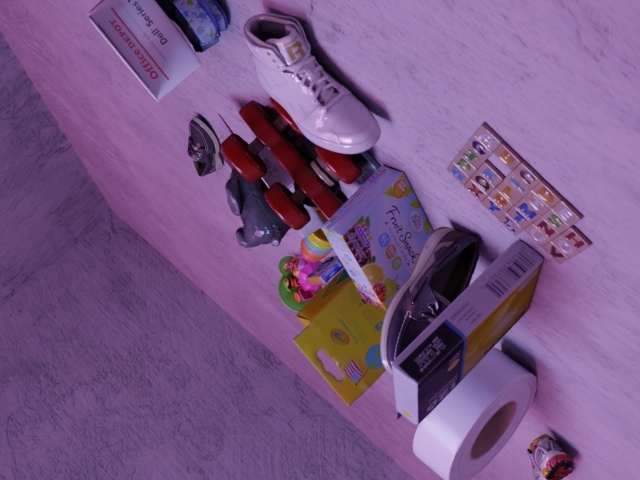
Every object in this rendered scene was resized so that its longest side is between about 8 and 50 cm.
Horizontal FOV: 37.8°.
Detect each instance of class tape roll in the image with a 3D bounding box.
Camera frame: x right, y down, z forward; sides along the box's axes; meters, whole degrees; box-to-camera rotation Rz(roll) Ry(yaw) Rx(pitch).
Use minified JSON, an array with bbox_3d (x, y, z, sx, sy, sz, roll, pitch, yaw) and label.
[{"bbox_3d":[0.320,0.361,1.918,0.100,0.286,0.286,36,161,31],"label":"tape roll"}]

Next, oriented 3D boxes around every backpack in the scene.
[{"bbox_3d":[-0.228,-0.420,1.755,0.105,0.084,0.114,52,176,-1],"label":"backpack"}]

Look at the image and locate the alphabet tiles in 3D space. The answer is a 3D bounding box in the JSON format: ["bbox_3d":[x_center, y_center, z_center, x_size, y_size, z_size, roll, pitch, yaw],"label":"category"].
[{"bbox_3d":[0.304,-0.061,1.431,0.237,0.009,0.198,45,164,5],"label":"alphabet tiles"}]

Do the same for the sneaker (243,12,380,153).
[{"bbox_3d":[-0.026,-0.271,1.577,0.292,0.108,0.169,39,166,28],"label":"sneaker"}]

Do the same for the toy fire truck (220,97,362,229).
[{"bbox_3d":[-0.037,-0.152,1.815,0.302,0.169,0.254,48,-170,6],"label":"toy fire truck"}]

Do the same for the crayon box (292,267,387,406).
[{"bbox_3d":[0.095,0.155,1.913,0.202,0.318,0.081,53,163,-20],"label":"crayon box"}]

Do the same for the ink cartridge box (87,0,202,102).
[{"bbox_3d":[-0.341,-0.393,1.811,0.207,0.119,0.353,52,180,-20],"label":"ink cartridge box"}]

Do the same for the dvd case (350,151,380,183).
[{"bbox_3d":[0.067,-0.155,1.792,0.087,0.013,0.119,47,165,-3],"label":"dvd case"}]

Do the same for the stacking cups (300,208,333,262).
[{"bbox_3d":[0.000,0.000,2.185,0.096,0.096,0.316,45,164,5],"label":"stacking cups"}]

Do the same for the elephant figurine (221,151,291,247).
[{"bbox_3d":[-0.170,-0.112,2.274,0.186,0.169,0.239,-12,108,38],"label":"elephant figurine"}]

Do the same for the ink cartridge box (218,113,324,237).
[{"bbox_3d":[-0.109,-0.156,2.013,0.239,0.060,0.275,57,179,-31],"label":"ink cartridge box"}]

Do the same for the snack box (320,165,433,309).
[{"bbox_3d":[0.117,-0.004,1.736,0.070,0.174,0.207,24,152,46],"label":"snack box"}]

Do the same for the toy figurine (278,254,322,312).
[{"bbox_3d":[-0.042,0.091,2.545,0.173,0.130,0.159,67,155,17],"label":"toy figurine"}]

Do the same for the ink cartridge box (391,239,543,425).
[{"bbox_3d":[0.249,0.179,1.615,0.072,0.303,0.307,39,163,24],"label":"ink cartridge box"}]

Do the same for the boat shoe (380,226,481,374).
[{"bbox_3d":[0.196,0.107,1.636,0.103,0.285,0.092,35,165,-30],"label":"boat shoe"}]

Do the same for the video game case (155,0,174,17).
[{"bbox_3d":[-0.323,-0.518,1.878,0.212,0.023,0.193,40,163,22],"label":"video game case"}]

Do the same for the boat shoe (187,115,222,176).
[{"bbox_3d":[-0.309,-0.235,2.433,0.080,0.073,0.223,40,163,21],"label":"boat shoe"}]

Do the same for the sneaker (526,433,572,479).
[{"bbox_3d":[0.522,0.502,2.139,0.092,0.088,0.225,61,172,29],"label":"sneaker"}]

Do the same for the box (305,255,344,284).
[{"bbox_3d":[0.018,0.075,2.346,0.028,0.081,0.136,49,163,-7],"label":"box"}]
